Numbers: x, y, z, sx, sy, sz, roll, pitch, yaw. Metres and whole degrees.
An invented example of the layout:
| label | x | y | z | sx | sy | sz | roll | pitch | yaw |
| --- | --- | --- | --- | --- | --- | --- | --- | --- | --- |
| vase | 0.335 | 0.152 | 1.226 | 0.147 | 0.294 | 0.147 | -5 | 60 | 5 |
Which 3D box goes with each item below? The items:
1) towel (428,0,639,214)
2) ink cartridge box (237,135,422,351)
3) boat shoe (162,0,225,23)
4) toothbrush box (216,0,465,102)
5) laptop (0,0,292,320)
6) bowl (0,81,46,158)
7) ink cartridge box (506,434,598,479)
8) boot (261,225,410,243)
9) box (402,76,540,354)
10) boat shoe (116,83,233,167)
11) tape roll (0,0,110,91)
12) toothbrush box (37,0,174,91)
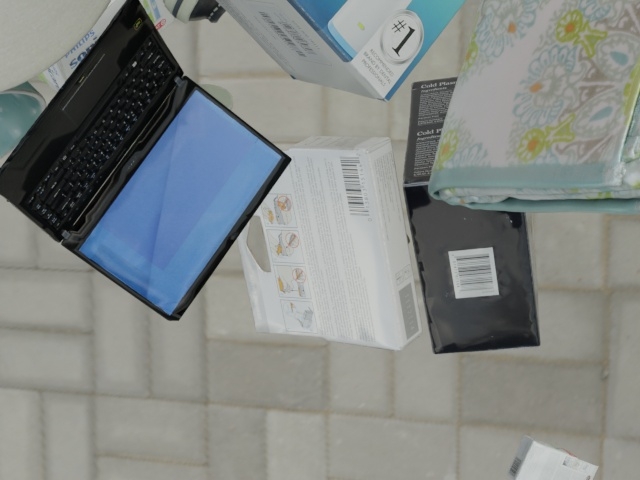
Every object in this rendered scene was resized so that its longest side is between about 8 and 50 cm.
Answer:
| label | x | y | z | sx | sy | sz | roll | pitch | yaw |
| --- | --- | --- | --- | --- | --- | --- | --- | --- | --- |
| towel | 0.294 | -0.191 | 1.405 | 0.374 | 0.090 | 0.320 | 4 | 73 | 56 |
| ink cartridge box | 0.000 | 0.000 | 1.689 | 0.261 | 0.066 | 0.296 | 4 | 114 | 37 |
| boat shoe | 0.059 | -0.335 | 1.094 | 0.500 | 0.187 | 0.156 | -33 | 107 | 21 |
| toothbrush box | 0.035 | -0.271 | 0.744 | 0.295 | 0.216 | 0.126 | -52 | 34 | -10 |
| laptop | -0.173 | -0.074 | 1.235 | 0.137 | 0.264 | 0.234 | 30 | 79 | 19 |
| bowl | -0.482 | -0.152 | 1.324 | 0.312 | 0.311 | 0.163 | -32 | 84 | 22 |
| ink cartridge box | 0.317 | 0.314 | 1.626 | 0.115 | 0.029 | 0.062 | 23 | 94 | -22 |
| boot | 0.025 | -0.009 | 1.923 | 0.165 | 0.213 | 0.077 | -35 | 44 | 26 |
| box | 0.250 | -0.048 | 1.929 | 0.179 | 0.312 | 0.343 | -6 | 126 | 11 |
| boat shoe | -0.244 | -0.175 | 1.870 | 0.228 | 0.081 | 0.079 | -23 | 64 | -15 |
| tape roll | -0.284 | -0.291 | 0.838 | 0.072 | 0.392 | 0.392 | 12 | 101 | 37 |
| toothbrush box | -0.392 | -0.362 | 1.750 | 0.283 | 0.122 | 0.206 | 33 | 68 | 27 |
